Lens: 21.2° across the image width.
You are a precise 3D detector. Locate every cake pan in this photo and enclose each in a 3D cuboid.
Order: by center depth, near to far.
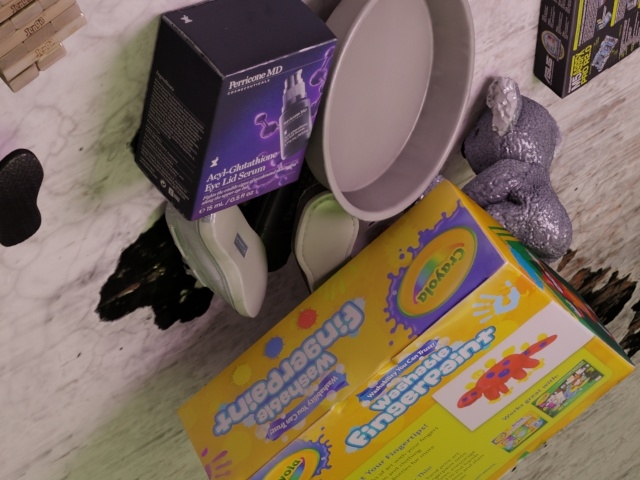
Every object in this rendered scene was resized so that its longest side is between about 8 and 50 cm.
[{"bbox_3d":[0.073,-0.168,1.916,0.293,0.054,0.293,-32,131,-45],"label":"cake pan"}]

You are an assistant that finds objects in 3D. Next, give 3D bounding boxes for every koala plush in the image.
[{"bbox_3d":[0.249,-0.091,2.237,0.196,0.203,0.221,32,67,-52],"label":"koala plush"}]

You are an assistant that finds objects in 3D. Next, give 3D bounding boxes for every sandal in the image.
[{"bbox_3d":[-0.310,-0.047,1.694,0.067,0.040,0.179,-28,163,-18],"label":"sandal"}]

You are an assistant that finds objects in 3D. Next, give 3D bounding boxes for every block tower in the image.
[{"bbox_3d":[-0.287,-0.259,1.365,0.091,0.097,0.335,-39,154,-11],"label":"block tower"}]

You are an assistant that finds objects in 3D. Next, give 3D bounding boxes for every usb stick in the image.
[{"bbox_3d":[-0.032,-0.070,2.021,0.077,0.045,0.278,-12,139,-39],"label":"usb stick"}]

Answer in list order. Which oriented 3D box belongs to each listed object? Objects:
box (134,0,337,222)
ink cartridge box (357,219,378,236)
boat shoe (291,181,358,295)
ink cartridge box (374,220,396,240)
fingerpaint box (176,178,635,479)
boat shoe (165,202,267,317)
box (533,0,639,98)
[{"bbox_3d":[-0.091,-0.144,1.770,0.153,0.108,0.207,-24,147,-33],"label":"box"},{"bbox_3d":[0.063,-0.072,2.132,0.135,0.056,0.099,-35,150,-16],"label":"ink cartridge box"},{"bbox_3d":[0.000,0.000,2.038,0.081,0.069,0.228,-22,145,-10],"label":"boat shoe"},{"bbox_3d":[0.165,0.138,2.448,0.279,0.160,0.384,-54,151,18],"label":"ink cartridge box"},{"bbox_3d":[0.111,0.183,2.130,0.445,0.163,0.371,-42,140,12],"label":"fingerpaint box"},{"bbox_3d":[-0.121,0.013,1.987,0.227,0.081,0.079,66,38,-56],"label":"boat shoe"},{"bbox_3d":[0.380,-0.333,2.197,0.216,0.060,0.270,-33,150,-19],"label":"box"}]
